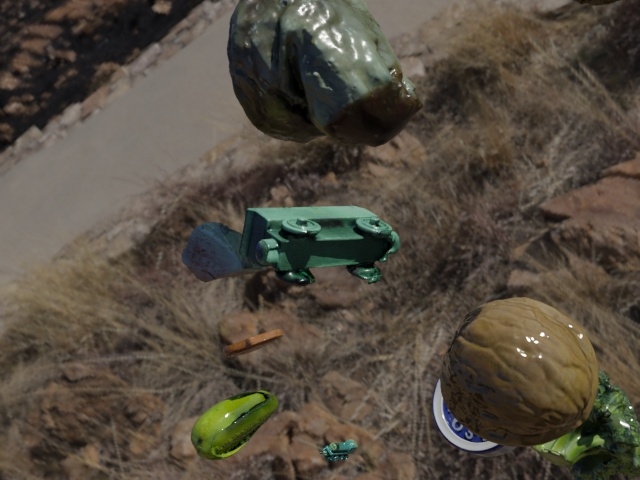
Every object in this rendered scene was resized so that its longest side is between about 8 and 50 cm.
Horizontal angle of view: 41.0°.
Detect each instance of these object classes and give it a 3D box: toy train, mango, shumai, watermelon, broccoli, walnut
[{"bbox_3d":[0.036,0.410,1.671,0.045,0.092,0.029,-46,61,14],"label":"toy train"},{"bbox_3d":[-0.141,0.297,1.406,0.165,0.091,0.074,-27,46,-37],"label":"mango"},{"bbox_3d":[0.000,0.000,0.895,0.099,0.172,0.070,34,119,48],"label":"toy train"},{"bbox_3d":[0.037,-0.275,1.295,0.263,0.309,0.304,26,96,34],"label":"shumai"},{"bbox_3d":[-0.156,0.034,1.503,0.094,0.180,0.081,-47,46,37],"label":"watermelon"},{"bbox_3d":[0.421,0.294,1.414,0.226,0.198,0.176,19,50,-6],"label":"broccoli"},{"bbox_3d":[0.290,0.195,1.250,0.228,0.228,0.228,-20,43,19],"label":"walnut"}]

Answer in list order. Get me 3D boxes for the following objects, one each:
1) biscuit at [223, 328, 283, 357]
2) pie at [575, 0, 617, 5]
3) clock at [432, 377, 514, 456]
[{"bbox_3d":[-0.110,0.169,1.391,0.102,0.019,0.130,-18,-8,-16],"label":"biscuit"},{"bbox_3d":[0.312,-0.359,0.989,0.195,0.195,0.046,4,54,38],"label":"pie"},{"bbox_3d":[0.372,0.374,1.952,0.230,0.083,0.230,-17,59,30],"label":"clock"}]
